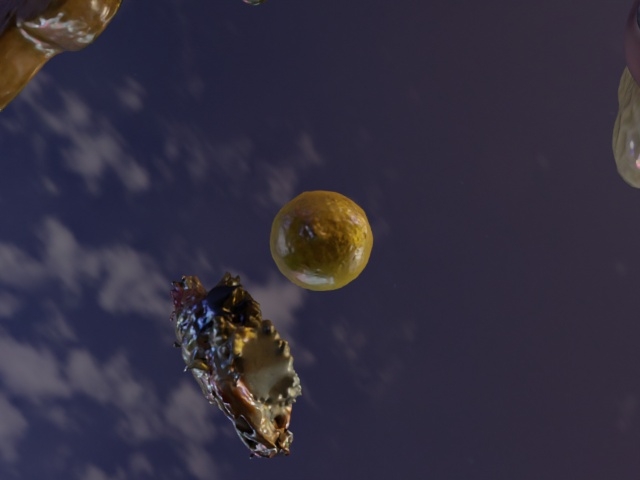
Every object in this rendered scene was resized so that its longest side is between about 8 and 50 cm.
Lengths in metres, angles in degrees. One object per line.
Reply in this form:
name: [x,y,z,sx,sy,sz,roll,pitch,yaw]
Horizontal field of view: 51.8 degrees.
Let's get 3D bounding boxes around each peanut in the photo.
peanut: [0.391,-0.171,0.719,0.110,0.233,0.196,13,-36,12]

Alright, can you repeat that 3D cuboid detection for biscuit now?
biscuit: [-0.256,-0.239,0.599,0.287,0.057,0.343,25,-95,41]

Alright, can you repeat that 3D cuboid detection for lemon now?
lemon: [0.000,0.000,0.701,0.109,0.133,0.109,0,-92,-5]

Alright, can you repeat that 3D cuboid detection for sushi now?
sushi: [-0.088,0.103,0.640,0.103,0.097,0.226,-45,-125,2]

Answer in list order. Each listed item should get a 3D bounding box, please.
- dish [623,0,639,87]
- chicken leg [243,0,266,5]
dish: [0.326,-0.160,0.500,0.213,0.090,0.213,-6,-98,46]
chicken leg: [0.010,-0.360,0.490,0.152,0.201,0.429,50,-63,35]
